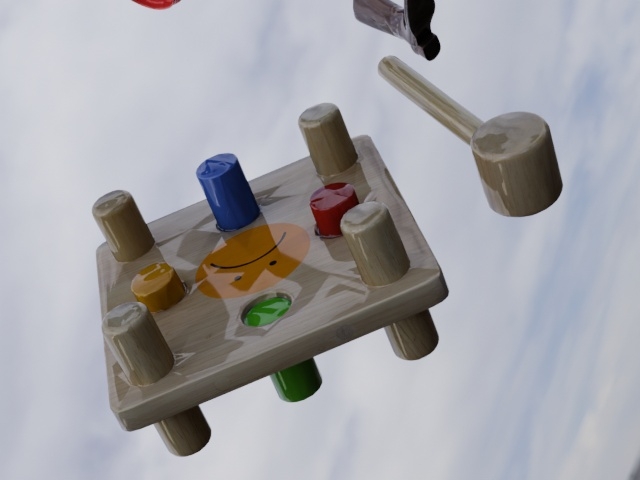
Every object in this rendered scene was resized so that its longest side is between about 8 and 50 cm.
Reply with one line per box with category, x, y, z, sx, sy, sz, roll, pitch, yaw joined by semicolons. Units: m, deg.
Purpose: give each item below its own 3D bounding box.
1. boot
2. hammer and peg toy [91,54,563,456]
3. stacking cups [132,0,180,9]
boot;0.069;-0.243;1.414;0.037;0.114;0.106;-39;-36;-17
hammer and peg toy;0.000;0.000;1.062;0.266;0.361;0.127;-113;0;-60
stacking cups;-0.067;-0.312;1.005;0.316;0.096;0.096;-62;-20;-24
